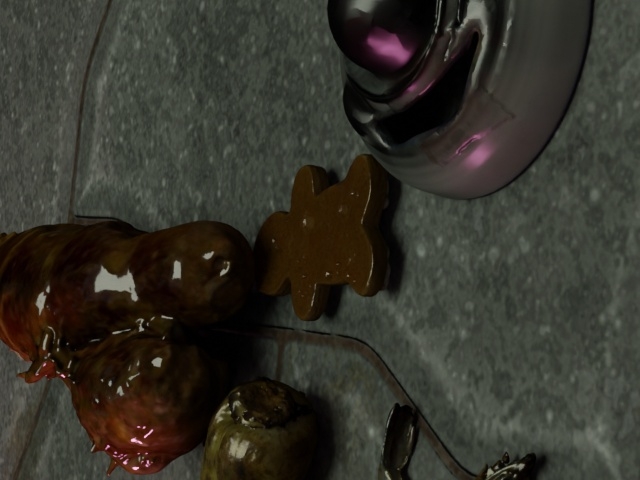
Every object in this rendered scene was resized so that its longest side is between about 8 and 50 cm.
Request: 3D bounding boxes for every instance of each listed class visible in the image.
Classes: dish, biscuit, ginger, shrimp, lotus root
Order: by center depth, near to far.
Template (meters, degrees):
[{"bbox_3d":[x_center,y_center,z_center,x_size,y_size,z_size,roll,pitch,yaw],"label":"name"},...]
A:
[{"bbox_3d":[0.093,0.176,1.388,0.195,0.035,0.147,-53,40,41],"label":"shrimp"},{"bbox_3d":[0.071,-0.172,1.394,0.273,0.134,0.273,-13,75,57],"label":"dish"},{"bbox_3d":[0.001,0.000,1.566,0.205,0.031,0.138,-22,65,55],"label":"biscuit"},{"bbox_3d":[-0.063,0.201,1.583,0.108,0.094,0.190,-69,1,-50],"label":"lotus root"},{"bbox_3d":[-0.210,0.094,1.756,0.418,0.176,0.254,9,87,54],"label":"ginger"}]
